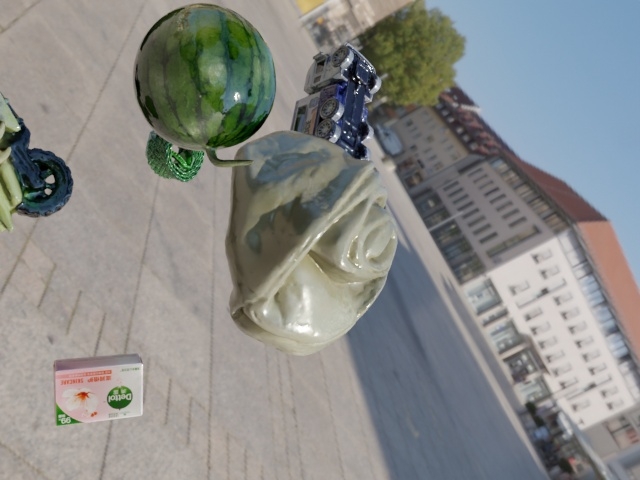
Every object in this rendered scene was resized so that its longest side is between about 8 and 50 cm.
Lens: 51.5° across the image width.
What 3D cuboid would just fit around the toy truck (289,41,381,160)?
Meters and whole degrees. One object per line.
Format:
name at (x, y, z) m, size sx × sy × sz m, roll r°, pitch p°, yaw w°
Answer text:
toy truck at (0.019, -0.257, 1.356) m, size 0.124 × 0.155 × 0.267 m, roll 32°, pitch 59°, yaw -41°

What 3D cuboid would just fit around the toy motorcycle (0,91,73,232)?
toy motorcycle at (-0.625, -0.190, 1.147) m, size 0.410 × 0.237 × 0.169 m, roll 55°, pitch -22°, yaw -10°

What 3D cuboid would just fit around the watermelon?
watermelon at (-0.149, -0.197, 0.867) m, size 0.188 × 0.188 × 0.214 m, roll 9°, pitch 78°, yaw -79°

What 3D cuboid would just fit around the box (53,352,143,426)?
box at (-0.328, 0.219, 0.983) m, size 0.043 × 0.125 × 0.089 m, roll -149°, pitch -121°, yaw -63°

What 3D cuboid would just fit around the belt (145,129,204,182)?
belt at (-0.331, -0.198, 1.482) m, size 0.151 × 0.079 × 0.121 m, roll 30°, pitch 75°, yaw -66°

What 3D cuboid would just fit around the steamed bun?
steamed bun at (0.000, 0.000, 1.117) m, size 0.342 × 0.255 × 0.367 m, roll -30°, pitch 121°, yaw -72°
